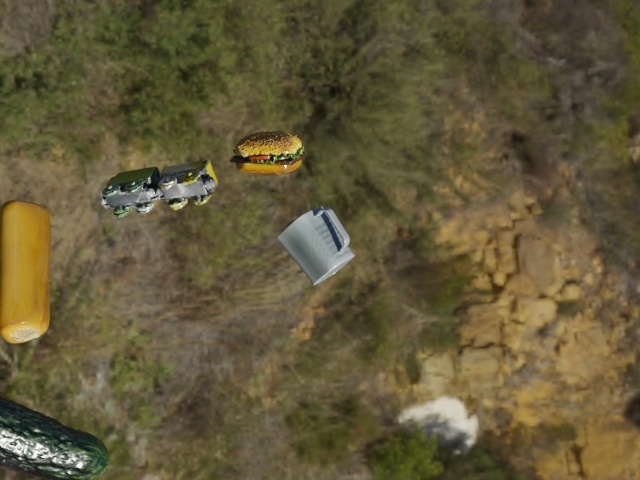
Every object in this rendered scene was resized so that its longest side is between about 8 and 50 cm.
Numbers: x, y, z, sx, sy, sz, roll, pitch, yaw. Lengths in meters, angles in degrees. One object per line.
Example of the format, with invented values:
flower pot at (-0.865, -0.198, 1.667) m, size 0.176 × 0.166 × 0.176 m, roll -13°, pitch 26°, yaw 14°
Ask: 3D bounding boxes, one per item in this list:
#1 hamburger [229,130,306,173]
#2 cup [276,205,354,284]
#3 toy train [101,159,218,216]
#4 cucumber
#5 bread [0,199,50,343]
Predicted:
hamburger at (-0.121, -0.208, 2.170) m, size 0.137 × 0.166 × 0.087 m, roll -43°, pitch 134°, yaw -67°
cup at (0.000, 0.000, 1.854) m, size 0.129 × 0.128 × 0.095 m, roll 53°, pitch 39°, yaw 6°
toy train at (-0.260, -0.086, 1.528) m, size 0.081 × 0.202 × 0.060 m, roll -73°, pitch 150°, yaw -52°
cucumber at (-0.337, 0.213, 1.025) m, size 0.241 × 0.074 × 0.074 m, roll 32°, pitch 38°, yaw -32°
bread at (-0.485, 0.049, 1.551) m, size 0.092 × 0.074 × 0.239 m, roll 54°, pitch 28°, yaw -67°
